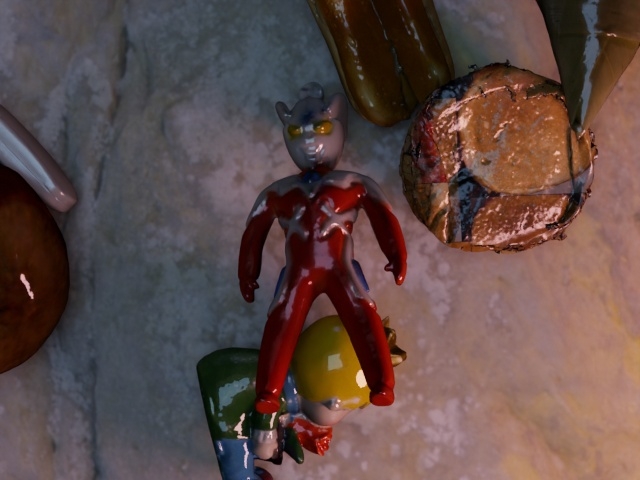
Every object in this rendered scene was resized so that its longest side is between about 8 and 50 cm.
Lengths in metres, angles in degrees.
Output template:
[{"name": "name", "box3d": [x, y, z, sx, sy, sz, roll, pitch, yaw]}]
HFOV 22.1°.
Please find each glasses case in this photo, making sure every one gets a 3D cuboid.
[{"name": "glasses case", "box3d": [-0.356, -0.108, 1.908, 0.049, 0.074, 0.193, -43, 85, 3]}]

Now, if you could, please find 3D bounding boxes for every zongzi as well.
[{"name": "zongzi", "box3d": [0.244, -0.292, 1.796, 0.273, 0.145, 0.300, 31, 71, 9]}]

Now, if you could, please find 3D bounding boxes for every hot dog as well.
[{"name": "hot dog", "box3d": [0.047, -0.297, 1.857, 0.135, 0.100, 0.337, -22, 98, 5]}]

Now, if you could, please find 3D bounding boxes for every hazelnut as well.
[{"name": "hazelnut", "box3d": [-0.394, 0.028, 1.849, 0.217, 0.217, 0.252, 13, 112, 6]}]

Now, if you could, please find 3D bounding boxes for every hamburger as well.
[{"name": "hamburger", "box3d": [0.195, -0.091, 1.821, 0.231, 0.107, 0.231, -1, 99, -5]}]

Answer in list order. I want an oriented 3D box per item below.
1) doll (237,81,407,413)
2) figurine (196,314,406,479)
[{"name": "doll", "box3d": [0.000, 0.000, 1.802, 0.188, 0.099, 0.384, -7, 65, 6]}, {"name": "figurine", "box3d": [-0.011, 0.184, 1.845, 0.234, 0.127, 0.185, -13, 91, -5]}]
